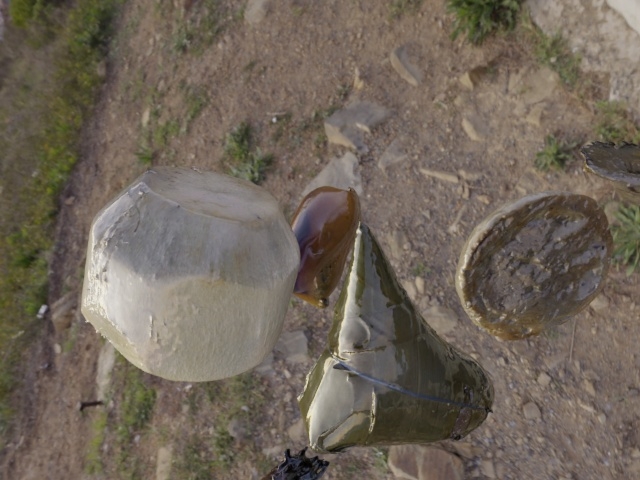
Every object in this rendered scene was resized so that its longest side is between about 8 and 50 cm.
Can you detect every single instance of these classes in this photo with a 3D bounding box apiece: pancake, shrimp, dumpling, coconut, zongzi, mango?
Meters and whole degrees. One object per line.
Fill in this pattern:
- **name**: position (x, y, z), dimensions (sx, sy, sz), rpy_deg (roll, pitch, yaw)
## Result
- **pancake**: position (0.186, 0.026, 0.455), dimensions (0.152, 0.151, 0.025), rpy_deg (-40, 28, 5)
- **shrimp**: position (-0.107, 0.478, 0.882), dimensions (0.075, 0.178, 0.289), rpy_deg (38, 57, 23)
- **dumpling**: position (0.567, -0.087, 0.859), dimensions (0.333, 0.086, 0.166), rpy_deg (22, 34, 2)
- **coconut**: position (-0.158, 0.047, 0.635), dimensions (0.245, 0.245, 0.247), rpy_deg (40, 122, 40)
- **zongzi**: position (0.171, 0.172, 0.891), dimensions (0.174, 0.356, 0.392), rpy_deg (-136, 55, -61)
- **mango**: position (0.000, 0.000, 1.163), dimensions (0.153, 0.201, 0.287), rpy_deg (23, 61, 0)
